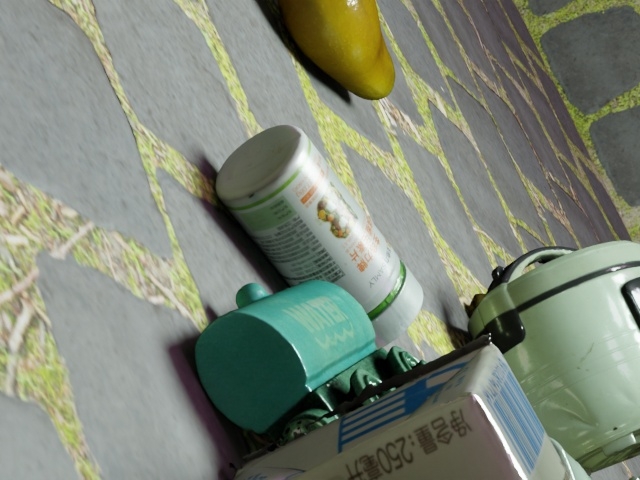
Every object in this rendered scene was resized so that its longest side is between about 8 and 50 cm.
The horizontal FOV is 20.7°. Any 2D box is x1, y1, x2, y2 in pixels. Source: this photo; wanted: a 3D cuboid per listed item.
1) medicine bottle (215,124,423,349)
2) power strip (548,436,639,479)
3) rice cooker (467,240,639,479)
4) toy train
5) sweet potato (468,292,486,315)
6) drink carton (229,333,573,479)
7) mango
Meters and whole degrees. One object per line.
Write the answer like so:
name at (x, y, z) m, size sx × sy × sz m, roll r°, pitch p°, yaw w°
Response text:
medicine bottle at (0.000, 0.000, 1.387) m, size 0.183 × 0.086 × 0.086 m, roll 51°, pitch 18°, yaw -30°
power strip at (0.163, 0.233, 1.155) m, size 0.141 × 0.261 × 0.229 m, roll 45°, pitch 22°, yaw -48°
rice cooker at (0.282, 0.117, 1.832) m, size 0.244 × 0.226 × 0.226 m, roll 65°, pitch 16°, yaw 21°
toy train at (-0.003, 0.092, 1.212) m, size 0.159 × 0.101 × 0.248 m, roll 48°, pitch 13°, yaw 5°
sweet potato at (0.241, 0.099, 2.039) m, size 0.273 × 0.075 × 0.075 m, roll 13°, pitch 49°, yaw -64°
drink carton at (0.087, 0.244, 1.016) m, size 0.324 × 0.194 × 0.132 m, roll 60°, pitch 16°, yaw -3°
mango at (0.020, -0.230, 1.856) m, size 0.136 × 0.099 × 0.227 m, roll 66°, pitch 7°, yaw 34°
